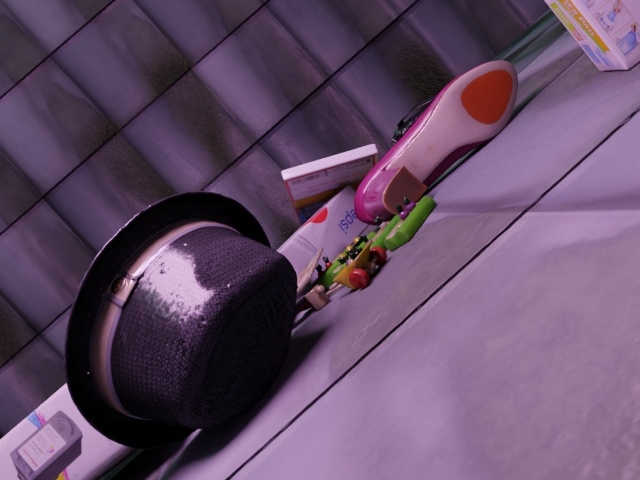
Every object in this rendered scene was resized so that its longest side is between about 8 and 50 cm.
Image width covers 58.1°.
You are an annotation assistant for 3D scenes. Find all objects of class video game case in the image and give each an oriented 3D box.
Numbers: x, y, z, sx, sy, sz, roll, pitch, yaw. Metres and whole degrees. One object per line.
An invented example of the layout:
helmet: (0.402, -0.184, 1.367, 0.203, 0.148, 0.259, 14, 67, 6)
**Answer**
video game case: (0.032, -0.116, 1.309, 0.204, 0.025, 0.285, -16, -20, 0)

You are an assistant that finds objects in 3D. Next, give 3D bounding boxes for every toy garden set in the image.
toy garden set: (0.045, 0.028, 0.898, 0.244, 0.049, 0.204, -36, 7, 46)

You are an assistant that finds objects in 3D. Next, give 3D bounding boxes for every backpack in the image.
backpack: (0.273, -0.281, 1.447, 0.182, 0.115, 0.152, -38, 17, 22)

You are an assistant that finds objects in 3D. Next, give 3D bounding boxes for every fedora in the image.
fedora: (-0.130, 0.107, 0.705, 0.152, 0.334, 0.334, 11, 43, 40)

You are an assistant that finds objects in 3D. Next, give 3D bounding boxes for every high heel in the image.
high heel: (0.200, -0.181, 1.054, 0.377, 0.127, 0.181, -43, 10, -13)

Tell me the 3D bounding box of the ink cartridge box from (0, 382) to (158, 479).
ink cartridge box: (-0.338, 0.283, 0.885, 0.306, 0.131, 0.226, -41, -8, 6)

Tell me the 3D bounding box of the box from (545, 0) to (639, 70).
box: (0.349, -0.324, 0.719, 0.103, 0.203, 0.114, -40, 5, 17)

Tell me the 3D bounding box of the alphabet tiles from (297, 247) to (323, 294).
alphabet tiles: (-0.078, 0.124, 0.990, 0.237, 0.009, 0.198, -51, 3, 13)

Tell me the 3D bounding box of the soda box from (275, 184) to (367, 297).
soda box: (0.000, 0.000, 1.207, 0.091, 0.098, 0.286, -36, 7, 45)
